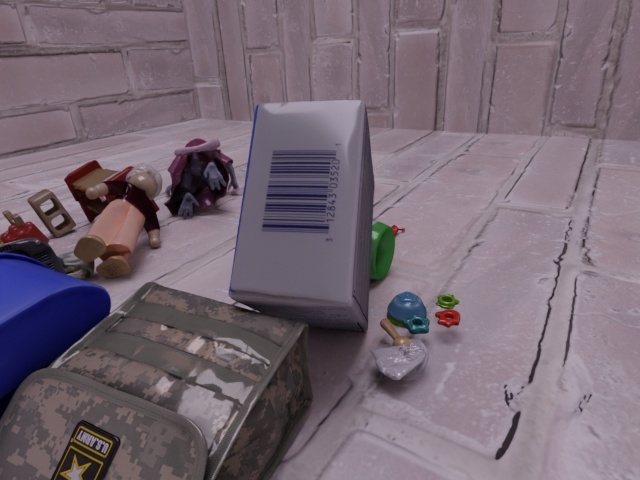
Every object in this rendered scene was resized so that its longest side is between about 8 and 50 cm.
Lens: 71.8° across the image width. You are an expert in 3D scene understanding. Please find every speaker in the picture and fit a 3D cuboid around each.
[{"bbox_3d":[0.000,0.000,0.941,0.297,0.131,0.131,11,27,29],"label":"speaker"}]

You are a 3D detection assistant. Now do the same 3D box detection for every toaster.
[{"bbox_3d":[-0.566,0.091,0.758,0.147,0.129,0.227,-19,11,45],"label":"toaster"}]

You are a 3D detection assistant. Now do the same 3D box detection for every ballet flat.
[{"bbox_3d":[-0.586,0.073,0.920,0.213,0.072,0.068,-15,56,-20],"label":"ballet flat"}]

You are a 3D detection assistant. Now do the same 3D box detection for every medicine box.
[{"bbox_3d":[-0.003,-0.014,0.658,0.149,0.263,0.289,2,-17,10],"label":"medicine box"}]

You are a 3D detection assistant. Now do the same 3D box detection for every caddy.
[{"bbox_3d":[-0.389,0.160,0.483,0.179,0.241,0.341,12,27,16],"label":"caddy"}]

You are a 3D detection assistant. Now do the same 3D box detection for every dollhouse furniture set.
[{"bbox_3d":[-0.652,-0.052,1.162,0.201,0.152,0.374,14,46,33],"label":"dollhouse furniture set"}]

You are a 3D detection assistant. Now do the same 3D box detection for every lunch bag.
[{"bbox_3d":[-0.173,0.196,0.469,0.236,0.168,0.287,11,35,21],"label":"lunch bag"}]

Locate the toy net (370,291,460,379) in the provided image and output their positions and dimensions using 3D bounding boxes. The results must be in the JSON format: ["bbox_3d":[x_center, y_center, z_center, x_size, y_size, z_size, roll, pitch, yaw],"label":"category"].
[{"bbox_3d":[0.149,0.151,0.685,0.122,0.045,0.232,7,27,18],"label":"toy net"}]

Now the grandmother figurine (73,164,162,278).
[{"bbox_3d":[-0.452,-0.065,1.053,0.104,0.207,0.342,-17,40,13],"label":"grandmother figurine"}]

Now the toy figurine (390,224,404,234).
[{"bbox_3d":[0.032,-0.128,1.115,0.363,0.217,0.191,17,31,37],"label":"toy figurine"}]

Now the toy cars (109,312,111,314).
[{"bbox_3d":[-0.504,0.141,0.640,0.394,0.176,0.087,-14,8,-24],"label":"toy cars"}]

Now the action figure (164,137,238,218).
[{"bbox_3d":[-0.401,-0.237,1.379,0.248,0.275,0.370,-12,38,-6],"label":"action figure"}]
